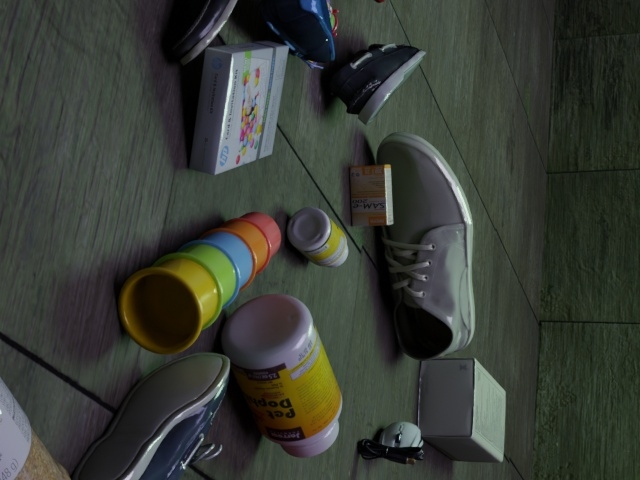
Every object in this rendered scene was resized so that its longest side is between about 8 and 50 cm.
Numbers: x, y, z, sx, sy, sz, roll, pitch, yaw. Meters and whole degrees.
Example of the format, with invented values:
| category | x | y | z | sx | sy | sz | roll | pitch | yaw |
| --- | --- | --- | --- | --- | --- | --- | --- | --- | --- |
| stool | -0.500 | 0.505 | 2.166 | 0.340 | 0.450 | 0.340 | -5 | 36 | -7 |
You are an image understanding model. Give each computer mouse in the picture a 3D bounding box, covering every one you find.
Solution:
| category | x | y | z | sx | sy | sz | roll | pitch | yaw |
| --- | --- | --- | --- | --- | --- | --- | --- | --- | --- |
| computer mouse | 0.131 | 0.336 | 2.092 | 0.193 | 0.106 | 0.042 | -19 | 113 | -79 |

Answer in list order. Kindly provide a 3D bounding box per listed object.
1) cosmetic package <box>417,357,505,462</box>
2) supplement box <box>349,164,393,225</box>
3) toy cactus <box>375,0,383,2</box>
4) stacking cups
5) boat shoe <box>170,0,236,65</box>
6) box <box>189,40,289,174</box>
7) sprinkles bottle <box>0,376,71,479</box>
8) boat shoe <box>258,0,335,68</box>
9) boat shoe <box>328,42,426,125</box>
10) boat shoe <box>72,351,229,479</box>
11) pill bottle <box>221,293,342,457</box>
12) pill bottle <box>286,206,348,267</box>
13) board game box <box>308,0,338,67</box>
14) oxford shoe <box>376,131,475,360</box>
| category | x | y | z | sx | sy | sz | roll | pitch | yaw |
| --- | --- | --- | --- | --- | --- | --- | --- | --- | --- |
| cosmetic package | 0.289 | 0.346 | 2.492 | 0.309 | 0.113 | 0.160 | 45 | 47 | -62 |
| supplement box | 0.083 | -0.073 | 2.017 | 0.036 | 0.062 | 0.098 | -11 | 98 | -71 |
| toy cactus | 0.084 | -0.510 | 2.040 | 0.180 | 0.112 | 0.219 | -92 | 172 | -72 |
| stacking cups | -0.114 | 0.036 | 1.404 | 0.316 | 0.096 | 0.096 | -36 | 122 | -66 |
| boat shoe | -0.132 | -0.301 | 1.444 | 0.079 | 0.084 | 0.233 | 32 | 57 | -21 |
| box | -0.097 | -0.165 | 1.505 | 0.186 | 0.038 | 0.145 | -28 | 130 | -67 |
| sprinkles bottle | -0.291 | 0.100 | 0.865 | 0.355 | 0.121 | 0.121 | 70 | 27 | -42 |
| boat shoe | -0.034 | -0.300 | 1.665 | 0.258 | 0.089 | 0.109 | 54 | 26 | -77 |
| boat shoe | 0.094 | -0.277 | 2.006 | 0.114 | 0.091 | 0.302 | -51 | 180 | 22 |
| boat shoe | -0.160 | 0.205 | 1.265 | 0.254 | 0.095 | 0.079 | -57 | 139 | -56 |
| pill bottle | -0.042 | 0.177 | 1.564 | 0.117 | 0.117 | 0.215 | -72 | 152 | -43 |
| pill bottle | 0.000 | 0.000 | 1.774 | 0.116 | 0.065 | 0.065 | 45 | 46 | -63 |
| board game box | 0.004 | -0.340 | 1.859 | 0.169 | 0.033 | 0.133 | -59 | 142 | -56 |
| oxford shoe | 0.175 | 0.027 | 2.154 | 0.130 | 0.169 | 0.449 | -38 | 127 | -40 |
